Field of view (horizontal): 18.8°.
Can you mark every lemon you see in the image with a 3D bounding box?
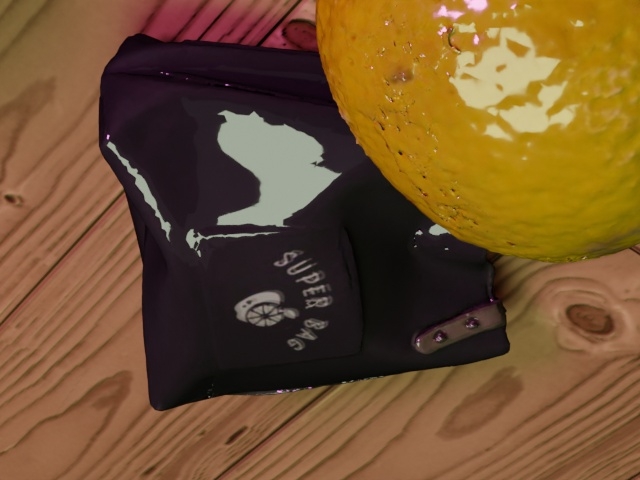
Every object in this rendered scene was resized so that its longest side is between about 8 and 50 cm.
[{"bbox_3d":[0.132,-0.120,1.144,0.258,0.258,0.310,-5,136,22],"label":"lemon"}]

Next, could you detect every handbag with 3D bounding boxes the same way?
[{"bbox_3d":[0.000,0.000,1.406,0.288,0.152,0.342,-3,137,3],"label":"handbag"}]
